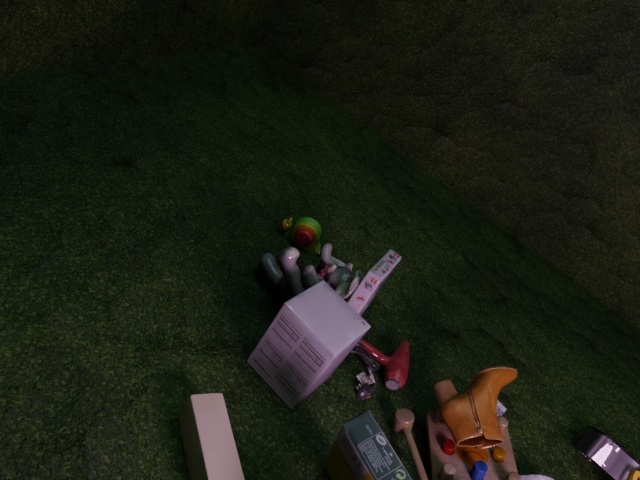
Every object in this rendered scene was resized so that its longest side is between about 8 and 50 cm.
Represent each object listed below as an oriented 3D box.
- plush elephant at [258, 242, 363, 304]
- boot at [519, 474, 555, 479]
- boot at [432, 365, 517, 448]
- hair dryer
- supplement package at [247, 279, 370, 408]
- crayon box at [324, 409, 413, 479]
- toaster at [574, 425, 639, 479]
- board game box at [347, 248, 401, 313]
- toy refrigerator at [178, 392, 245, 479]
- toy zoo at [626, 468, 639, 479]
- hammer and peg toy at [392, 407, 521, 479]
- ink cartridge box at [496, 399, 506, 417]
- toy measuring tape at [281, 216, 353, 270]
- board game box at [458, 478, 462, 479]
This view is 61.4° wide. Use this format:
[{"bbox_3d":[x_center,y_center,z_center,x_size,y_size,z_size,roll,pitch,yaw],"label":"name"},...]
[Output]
[{"bbox_3d":[-0.003,0.128,1.769,0.255,0.272,0.330,-28,88,-25],"label":"plush elephant"},{"bbox_3d":[0.614,0.780,1.624,0.258,0.095,0.124,11,45,-17],"label":"boot"},{"bbox_3d":[0.492,0.495,1.587,0.294,0.104,0.211,-8,45,-14],"label":"boot"},{"bbox_3d":[0.202,0.380,1.754,0.293,0.080,0.224,-1,63,-44],"label":"hair dryer"},{"bbox_3d":[-0.035,0.294,1.537,0.198,0.263,0.199,43,34,15],"label":"supplement package"},{"bbox_3d":[0.107,0.558,1.269,0.081,0.319,0.202,-20,58,-24],"label":"crayon box"},{"bbox_3d":[1.017,0.759,1.899,0.168,0.110,0.186,41,-3,12],"label":"toaster"},{"bbox_3d":[0.144,0.185,1.785,0.053,0.305,0.193,37,33,11],"label":"board game box"},{"bbox_3d":[-0.249,0.500,1.248,0.094,0.102,0.270,6,41,-34],"label":"toy refrigerator"},{"bbox_3d":[1.059,0.886,1.742,0.192,0.030,0.293,32,70,0],"label":"toy zoo"},{"bbox_3d":[0.387,0.625,1.570,0.360,0.128,0.266,8,36,-1],"label":"hammer and peg toy"},{"bbox_3d":[0.599,0.575,1.911,0.115,0.029,0.062,47,36,19],"label":"ink cartridge box"},{"bbox_3d":[0.000,0.000,2.075,0.330,0.121,0.121,30,34,-4],"label":"toy measuring tape"},{"bbox_3d":[0.368,0.754,1.310,0.144,0.142,0.275,37,15,-6],"label":"board game box"}]
